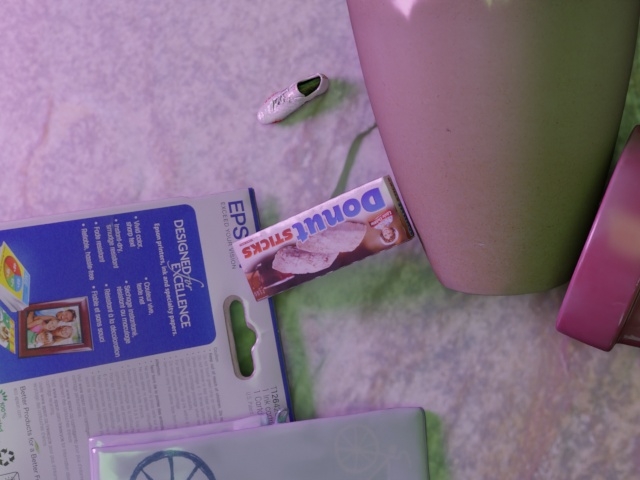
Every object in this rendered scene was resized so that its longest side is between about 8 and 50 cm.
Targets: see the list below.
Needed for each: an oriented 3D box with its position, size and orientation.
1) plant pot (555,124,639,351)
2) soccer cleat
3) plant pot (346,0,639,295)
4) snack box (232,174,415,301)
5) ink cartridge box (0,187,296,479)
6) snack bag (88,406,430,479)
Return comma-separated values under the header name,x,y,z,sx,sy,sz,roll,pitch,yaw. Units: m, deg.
name,x,y,z,sx,sy,sz,roll,pitch,yaw
plant pot,0.324,0.022,0.795,0.180,0.201,0.201,23,91,17
soccer cleat,-0.029,-0.146,0.938,0.083,0.035,0.029,-28,85,5
plant pot,0.162,-0.099,0.829,0.256,0.256,0.274,-5,104,6
snack box,0.000,0.000,0.878,0.178,0.022,0.064,-23,89,28
ink cartridge box,-0.194,0.118,0.915,0.307,0.072,0.304,-9,86,-19
snack bag,-0.037,0.324,0.883,0.342,0.037,0.323,-6,86,-14
